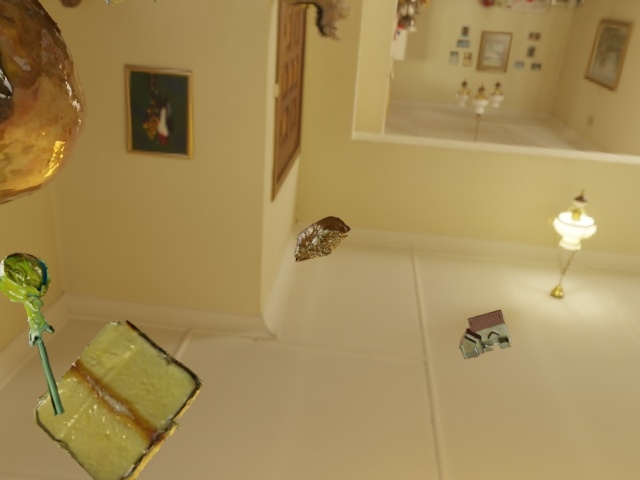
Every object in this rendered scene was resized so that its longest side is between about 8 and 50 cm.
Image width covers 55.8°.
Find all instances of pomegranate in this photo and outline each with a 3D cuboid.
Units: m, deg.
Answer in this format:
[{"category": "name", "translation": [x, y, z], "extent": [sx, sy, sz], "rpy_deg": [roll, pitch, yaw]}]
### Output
[{"category": "pomegranate", "translation": [-0.404, -0.160, 0.665], "extent": [0.281, 0.281, 0.281], "rpy_deg": [3, -157, -1]}]

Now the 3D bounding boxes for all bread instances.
[{"category": "bread", "translation": [-0.384, 0.314, 1.163], "extent": [0.236, 0.198, 0.263], "rpy_deg": [15, -117, 50]}]

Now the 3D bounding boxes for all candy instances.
[{"category": "candy", "translation": [-0.437, 0.142, 0.939], "extent": [0.073, 0.262, 0.077], "rpy_deg": [-24, 171, 36]}]

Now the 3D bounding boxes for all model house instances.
[{"category": "model house", "translation": [0.274, 0.157, 1.026], "extent": [0.083, 0.058, 0.057], "rpy_deg": [-18, -165, 21]}]

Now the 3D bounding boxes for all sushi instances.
[{"category": "sushi", "translation": [0.003, 0.001, 0.996], "extent": [0.061, 0.118, 0.060], "rpy_deg": [7, -124, -37]}]

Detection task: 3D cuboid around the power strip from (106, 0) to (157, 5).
[{"category": "power strip", "translation": [-0.253, -0.436, 0.965], "extent": [0.215, 0.061, 0.145], "rpy_deg": [-37, -177, -19]}]
